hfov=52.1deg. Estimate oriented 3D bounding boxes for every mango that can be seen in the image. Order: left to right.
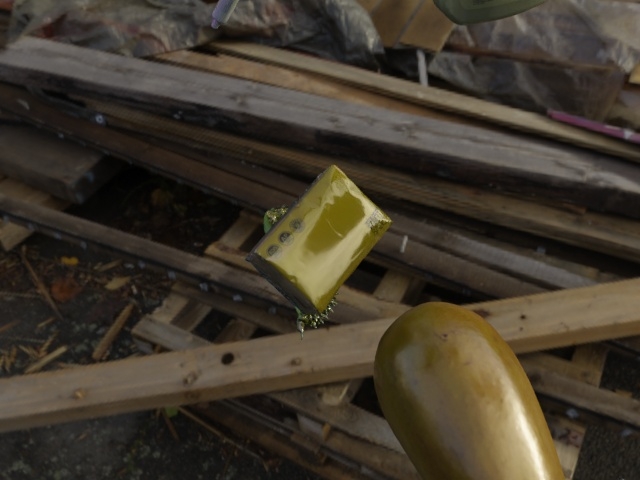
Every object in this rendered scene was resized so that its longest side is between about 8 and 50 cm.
[{"bbox_3d":[0.243,0.304,1.031,0.232,0.300,0.445,-26,60,-1],"label":"mango"}]

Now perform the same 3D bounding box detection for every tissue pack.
[{"bbox_3d":[0.000,0.000,0.864,0.120,0.082,0.169,44,67,-8],"label":"tissue pack"}]

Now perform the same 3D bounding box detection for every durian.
[{"bbox_3d":[-0.011,0.041,1.101,0.095,0.220,0.137,-3,15,41],"label":"durian"}]

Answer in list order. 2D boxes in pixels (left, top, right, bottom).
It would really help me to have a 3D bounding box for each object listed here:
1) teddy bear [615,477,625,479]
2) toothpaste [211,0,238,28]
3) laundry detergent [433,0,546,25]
[{"bbox_3d":[0.421,0.486,0.791,0.357,0.367,0.224,10,-10,-36],"label":"teddy bear"},{"bbox_3d":[-0.134,-0.411,1.055,0.028,0.170,0.045,31,38,-14],"label":"toothpaste"},{"bbox_3d":[0.200,-0.368,0.711,0.181,0.253,0.091,-17,55,-3],"label":"laundry detergent"}]
